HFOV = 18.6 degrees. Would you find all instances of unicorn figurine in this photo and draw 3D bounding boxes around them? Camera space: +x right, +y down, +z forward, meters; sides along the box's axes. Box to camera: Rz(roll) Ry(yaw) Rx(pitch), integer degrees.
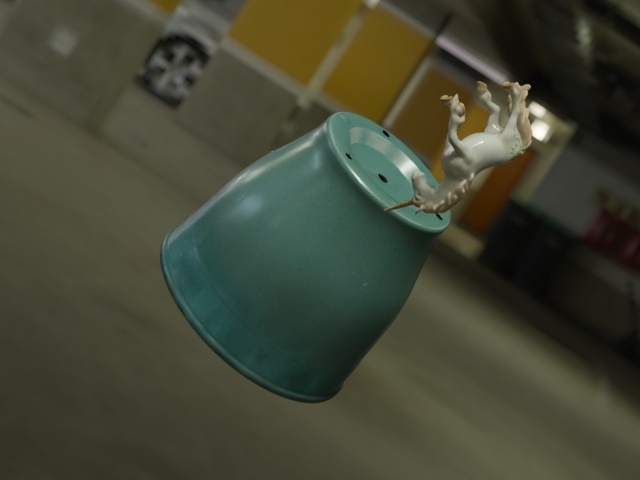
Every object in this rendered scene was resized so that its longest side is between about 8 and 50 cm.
[{"bbox_3d":[0.140,-0.088,1.855,0.162,0.111,0.060,-14,24,-18],"label":"unicorn figurine"}]

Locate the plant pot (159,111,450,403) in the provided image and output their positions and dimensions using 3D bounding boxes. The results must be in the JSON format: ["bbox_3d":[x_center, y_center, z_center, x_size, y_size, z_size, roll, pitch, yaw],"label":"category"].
[{"bbox_3d":[0.000,0.000,2.227,0.272,0.255,0.271,34,25,-19],"label":"plant pot"}]
